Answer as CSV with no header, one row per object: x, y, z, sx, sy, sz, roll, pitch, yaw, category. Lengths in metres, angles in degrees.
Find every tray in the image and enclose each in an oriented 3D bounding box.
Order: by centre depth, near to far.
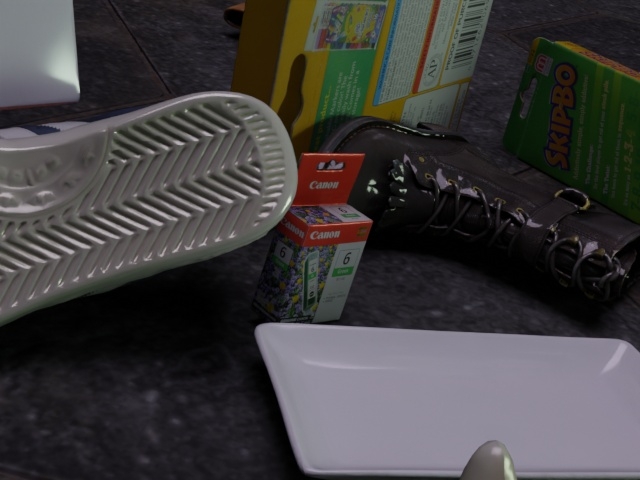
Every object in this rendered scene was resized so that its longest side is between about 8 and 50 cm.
0.100,0.104,0.665,0.270,0.030,0.145,4,28,-18,tray

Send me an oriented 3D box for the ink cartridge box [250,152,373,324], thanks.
0.000,0.000,0.723,0.063,0.115,0.029,-5,31,-45,ink cartridge box

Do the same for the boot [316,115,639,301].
0.134,-0.018,0.856,0.229,0.091,0.263,29,28,31,boot

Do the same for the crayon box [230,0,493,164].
0.024,-0.145,0.929,0.083,0.203,0.323,27,29,27,crayon box

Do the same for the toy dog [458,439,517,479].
0.254,0.089,0.338,0.285,0.408,0.395,-11,35,-40,toy dog

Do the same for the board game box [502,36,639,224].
0.288,-0.092,1.034,0.039,0.124,0.259,-13,36,-44,board game box

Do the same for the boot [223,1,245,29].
-0.029,-0.298,1.379,0.264,0.096,0.280,32,38,19,boot

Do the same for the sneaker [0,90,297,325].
-0.194,-0.009,0.681,0.350,0.131,0.148,-8,-1,-16,sneaker

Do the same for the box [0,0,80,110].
-0.343,-0.169,0.726,0.215,0.168,0.345,-12,14,-41,box

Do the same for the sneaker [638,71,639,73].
0.368,-0.158,1.166,0.102,0.161,0.282,0,28,-21,sneaker
